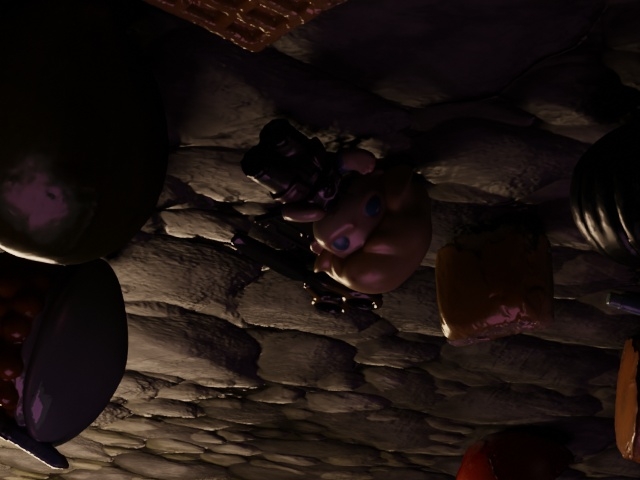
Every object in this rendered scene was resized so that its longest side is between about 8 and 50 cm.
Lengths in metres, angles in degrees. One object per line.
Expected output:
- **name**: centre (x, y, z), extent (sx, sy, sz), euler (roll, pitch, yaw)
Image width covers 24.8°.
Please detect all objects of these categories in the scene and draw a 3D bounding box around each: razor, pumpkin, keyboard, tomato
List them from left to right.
- **keyboard**: centre (0.000, 0.000, 1.478), extent (0.053, 0.010, 0.155), euler (-13, 151, 36)
- **tomato**: centre (0.268, 0.320, 2.094), extent (0.173, 0.099, 0.189), euler (-32, 179, 35)
- **razor**: centre (0.369, 0.078, 1.553), extent (0.135, 0.040, 0.068), euler (13, 157, -6)
- **pumpkin**: centre (0.290, -0.043, 1.121), extent (0.194, 0.150, 0.194), euler (11, 167, 3)

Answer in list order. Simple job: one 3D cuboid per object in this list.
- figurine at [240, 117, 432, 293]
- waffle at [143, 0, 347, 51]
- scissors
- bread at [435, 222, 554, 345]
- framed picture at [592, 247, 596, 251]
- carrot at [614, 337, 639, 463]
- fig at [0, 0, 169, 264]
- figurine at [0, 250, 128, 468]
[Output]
- **figurine**: centre (0.018, -0.035, 1.286), extent (0.108, 0.114, 0.196), euler (17, 161, 48)
- **waffle**: centre (-0.086, -0.191, 1.003), extent (0.191, 0.032, 0.125), euler (20, 155, -35)
- **scissors**: centre (-0.022, 0.036, 1.564), extent (0.088, 0.017, 0.220), euler (-8, 154, 38)
- **bread**: centre (0.165, 0.042, 1.416), extent (0.125, 0.106, 0.082), euler (-14, 152, 35)
- **framed picture**: centre (0.418, -0.018, 1.326), extent (0.211, 0.020, 0.289), euler (14, 156, -22)
- **carrot**: centre (0.466, 0.192, 1.624), extent (0.254, 0.196, 0.196), euler (9, 158, 3)
- **fig**: centre (-0.198, -0.098, 1.086), extent (0.203, 0.203, 0.225), euler (16, 124, -24)
- **figurine**: centre (-0.367, 0.089, 1.643), extent (0.382, 0.224, 0.205), euler (19, -167, 37)
